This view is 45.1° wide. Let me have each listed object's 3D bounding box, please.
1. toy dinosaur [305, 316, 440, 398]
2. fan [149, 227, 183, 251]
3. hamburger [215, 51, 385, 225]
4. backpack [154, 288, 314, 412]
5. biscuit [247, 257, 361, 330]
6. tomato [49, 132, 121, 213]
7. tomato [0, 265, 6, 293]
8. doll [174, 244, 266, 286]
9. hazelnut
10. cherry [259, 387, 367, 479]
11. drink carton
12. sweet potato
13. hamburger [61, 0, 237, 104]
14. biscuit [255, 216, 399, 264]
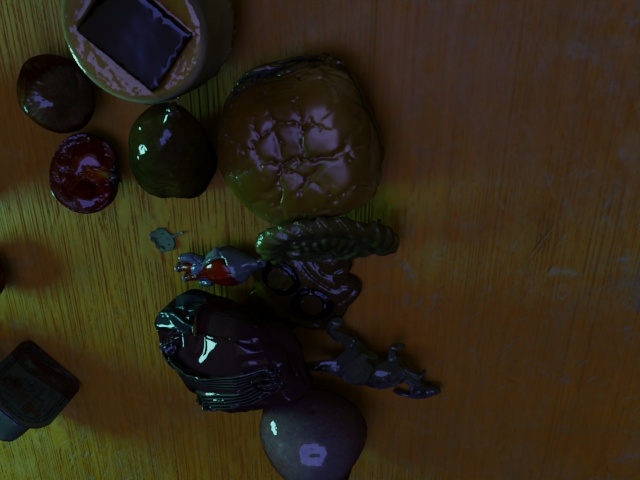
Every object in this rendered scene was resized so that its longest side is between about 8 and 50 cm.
[{"bbox_3d":[0.109,0.261,1.585,0.294,0.077,0.162,22,138,8],"label":"toy dinosaur"},{"bbox_3d":[-0.320,-0.005,1.618,0.083,0.004,0.056,-21,110,27],"label":"fan"},{"bbox_3d":[-0.042,-0.170,1.345,0.319,0.158,0.318,8,119,14],"label":"hamburger"},{"bbox_3d":[-0.166,0.248,1.575,0.317,0.197,0.283,5,133,39],"label":"backpack"},{"bbox_3d":[-0.034,0.095,1.564,0.208,0.041,0.290,41,123,-9],"label":"biscuit"},{"bbox_3d":[-0.460,-0.133,1.542,0.139,0.091,0.159,3,93,5],"label":"tomato"},{"bbox_3d":[-0.793,0.072,1.777,0.156,0.069,0.155,9,125,13],"label":"tomato"},{"bbox_3d":[-0.203,0.056,1.574,0.228,0.075,0.102,-10,130,34],"label":"doll"},{"bbox_3d":[-0.500,-0.274,1.451,0.143,0.143,0.154,-17,129,26],"label":"hazelnut"},{"bbox_3d":[-0.027,0.427,1.653,0.240,0.206,0.239,6,136,6],"label":"cherry"},{"bbox_3d":[-0.744,0.387,1.884,0.185,0.191,0.190,46,128,-13],"label":"drink carton"},{"bbox_3d":[-0.269,-0.154,1.371,0.158,0.369,0.157,0,84,-3],"label":"sweet potato"},{"bbox_3d":[-0.289,-0.375,1.298,0.302,0.170,0.301,6,119,10],"label":"hamburger"},{"bbox_3d":[0.000,0.000,1.404,0.274,0.036,0.187,-5,159,16],"label":"biscuit"}]
